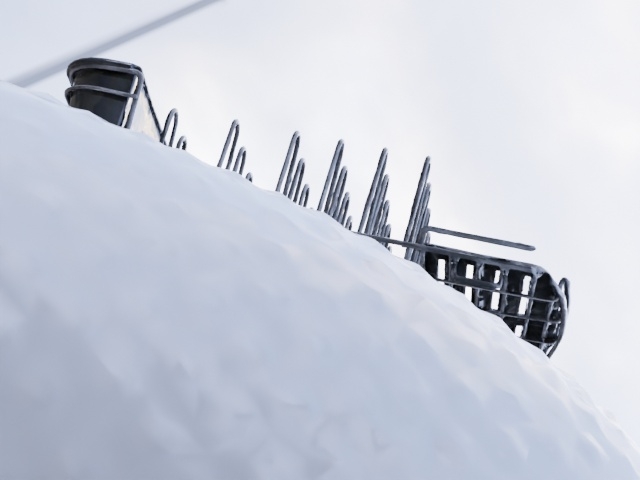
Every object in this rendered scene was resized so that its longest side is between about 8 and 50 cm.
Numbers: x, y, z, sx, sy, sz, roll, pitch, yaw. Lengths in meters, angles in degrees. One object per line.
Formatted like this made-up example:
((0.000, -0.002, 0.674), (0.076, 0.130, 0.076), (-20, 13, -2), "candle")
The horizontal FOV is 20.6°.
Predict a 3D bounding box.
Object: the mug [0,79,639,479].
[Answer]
((-0.056, 0.150, 0.565), (0.328, 0.374, 0.276), (22, -48, -6), "mug")

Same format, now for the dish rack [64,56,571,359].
((0.000, 0.000, 0.935), (0.271, 0.074, 0.208), (12, -17, 7), "dish rack")
